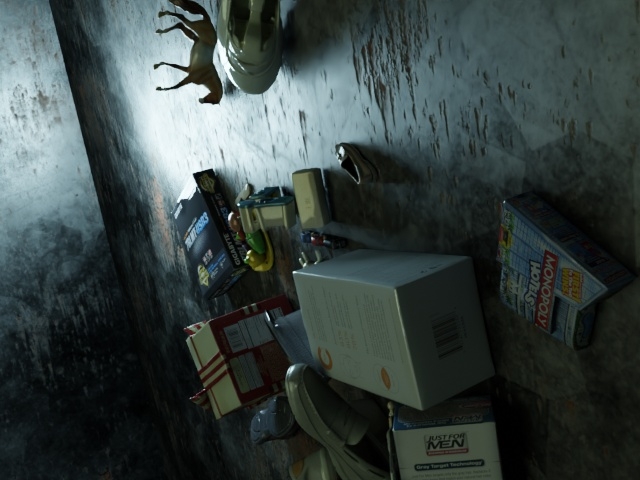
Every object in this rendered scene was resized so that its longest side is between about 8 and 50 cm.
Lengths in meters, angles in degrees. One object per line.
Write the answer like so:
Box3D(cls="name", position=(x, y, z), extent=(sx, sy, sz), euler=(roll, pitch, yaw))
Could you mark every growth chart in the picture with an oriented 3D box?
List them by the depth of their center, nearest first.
Box3D(cls="growth chart", position=(0.140, 0.432, 1.423), extent=(0.237, 0.021, 0.172), euler=(-85, -16, -61))

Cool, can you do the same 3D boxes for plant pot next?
Box3D(cls="plant pot", position=(0.089, 0.408, 1.708), extent=(0.109, 0.096, 0.109), euler=(52, 146, 34))

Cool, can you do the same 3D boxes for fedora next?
Box3D(cls="fedora", position=(-0.017, 0.230, 1.720), extent=(0.244, 0.124, 0.275), euler=(56, 172, 3))

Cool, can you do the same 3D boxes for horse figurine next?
Box3D(cls="horse figurine", position=(-0.307, -0.452, 1.871), extent=(0.066, 0.174, 0.264), euler=(-152, 63, -63))

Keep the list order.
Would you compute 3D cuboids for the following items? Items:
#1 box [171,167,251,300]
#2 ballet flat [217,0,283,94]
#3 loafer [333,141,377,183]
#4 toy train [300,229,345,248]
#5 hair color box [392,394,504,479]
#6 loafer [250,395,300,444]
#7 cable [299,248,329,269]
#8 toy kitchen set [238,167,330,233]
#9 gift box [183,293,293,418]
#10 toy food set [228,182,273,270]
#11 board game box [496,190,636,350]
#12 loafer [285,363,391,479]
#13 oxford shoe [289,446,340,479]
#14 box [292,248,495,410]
Box3D(cls="box", position=(-0.312, -0.011, 2.209), extent=(0.293, 0.073, 0.295), euler=(65, 151, 10))
Box3D(cls="ballet flat", position=(-0.132, -0.447, 1.537), extent=(0.139, 0.139, 0.400), euler=(47, 141, 38))
Box3D(cls="loafer", position=(0.058, -0.147, 1.494), extent=(0.125, 0.039, 0.045), euler=(46, 143, 39))
Box3D(cls="toy train", position=(0.000, 0.000, 1.689), extent=(0.158, 0.036, 0.027), euler=(13, 117, 58))
Box3D(cls="hair color box", position=(0.238, 0.453, 1.372), extent=(0.105, 0.173, 0.347), euler=(-64, -35, -72))
Box3D(cls="loafer", position=(-0.098, 0.487, 2.122), extent=(0.302, 0.095, 0.109), euler=(138, 133, -55))
Box3D(cls="cable", position=(0.028, 0.156, 1.695), extent=(0.287, 0.072, 0.139), euler=(69, 157, 4))
Box3D(cls="toy kitchen set", position=(-0.067, -0.102, 1.726), extent=(0.207, 0.166, 0.122), euler=(-4, 106, 24))
Box3D(cls="gift box", position=(-0.201, 0.293, 1.985), extent=(0.258, 0.276, 0.255), euler=(-43, 63, 61))
Box3D(cls="toy food set", position=(-0.193, -0.019, 1.986), extent=(0.128, 0.071, 0.218), euler=(-29, 81, 62))
Box3D(cls="board game box", position=(0.335, 0.058, 1.100), extent=(0.194, 0.060, 0.194), euler=(38, 137, 48))
Box3D(cls="loafer", position=(0.043, 0.362, 1.545), extent=(0.111, 0.112, 0.319), euler=(-21, 116, 29))
Box3D(cls="oxford shoe", position=(0.005, 0.732, 1.968), extent=(0.169, 0.130, 0.450), euler=(-96, -3, -79))
Box3D(cls="box", position=(0.121, 0.144, 1.419), extent=(0.345, 0.168, 0.215), euler=(5, 110, 59))
